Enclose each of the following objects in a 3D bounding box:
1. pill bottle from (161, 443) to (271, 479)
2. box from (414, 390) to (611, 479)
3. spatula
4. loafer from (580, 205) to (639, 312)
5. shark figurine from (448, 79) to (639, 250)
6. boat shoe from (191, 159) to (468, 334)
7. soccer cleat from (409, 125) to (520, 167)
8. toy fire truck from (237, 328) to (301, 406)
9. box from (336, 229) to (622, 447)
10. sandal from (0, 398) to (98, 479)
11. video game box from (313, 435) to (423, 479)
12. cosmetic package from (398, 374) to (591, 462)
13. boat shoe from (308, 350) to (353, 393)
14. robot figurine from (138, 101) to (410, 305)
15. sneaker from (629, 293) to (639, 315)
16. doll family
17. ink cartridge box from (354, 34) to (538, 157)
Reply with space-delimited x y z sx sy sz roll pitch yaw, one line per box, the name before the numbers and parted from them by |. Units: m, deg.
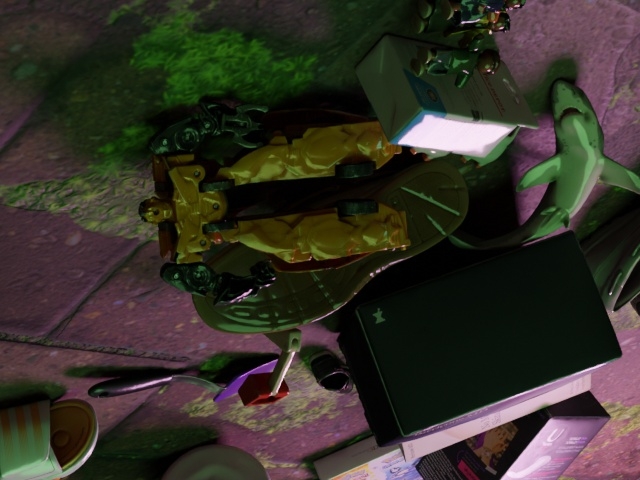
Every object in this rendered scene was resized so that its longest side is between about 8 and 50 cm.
pill bottle | -0.154 0.454 2.297 0.176 0.176 0.318 -17 151 -10
box | 0.309 0.328 2.400 0.165 0.143 0.270 7 128 -44
spatula | -0.182 0.192 1.985 0.296 0.030 0.084 1 145 -38
loafer | 0.490 -0.020 2.023 0.112 0.111 0.319 6 140 -42
shark figurine | 0.281 -0.069 1.815 0.166 0.116 0.278 27 123 -13
boat shoe | 0.000 0.000 1.688 0.342 0.123 0.123 -29 109 -16
soccer cleat | 0.153 -0.129 1.654 0.076 0.068 0.196 -45 152 25
toy fire truck | -0.056 0.103 1.816 0.047 0.135 0.192 -2 145 -34
box | 0.195 0.138 1.923 0.296 0.182 0.294 -19 170 -6
sandal | -0.413 0.268 1.875 0.265 0.102 0.076 -18 154 -5
video game box | 0.106 0.377 2.490 0.205 0.048 0.187 -24 149 1
cosmetic package | 0.243 0.203 2.218 0.310 0.113 0.160 -23 147 -3
boat shoe | 0.019 0.200 2.134 0.049 0.042 0.133 -28 152 5
robot figurine | -0.051 -0.046 1.547 0.291 0.211 0.085 -7 -171 -20
sneaker | 0.519 0.065 2.226 0.063 0.074 0.170 -7 147 -27
doll family | 0.160 -0.239 1.461 0.111 0.076 0.193 -2 142 -25
ink cartridge box | 0.135 -0.148 1.561 0.180 0.104 0.060 6 140 -41
